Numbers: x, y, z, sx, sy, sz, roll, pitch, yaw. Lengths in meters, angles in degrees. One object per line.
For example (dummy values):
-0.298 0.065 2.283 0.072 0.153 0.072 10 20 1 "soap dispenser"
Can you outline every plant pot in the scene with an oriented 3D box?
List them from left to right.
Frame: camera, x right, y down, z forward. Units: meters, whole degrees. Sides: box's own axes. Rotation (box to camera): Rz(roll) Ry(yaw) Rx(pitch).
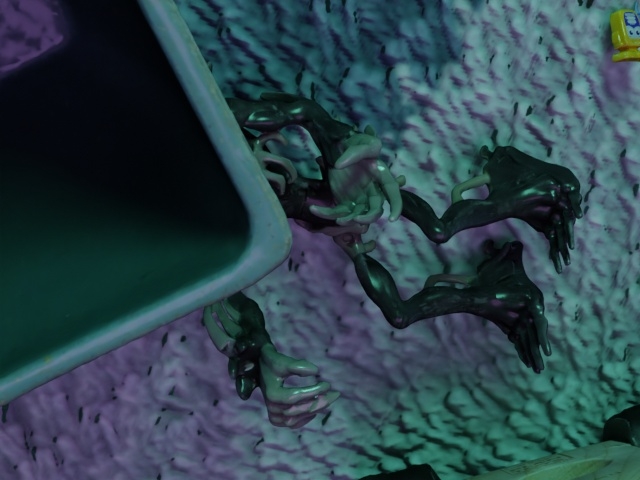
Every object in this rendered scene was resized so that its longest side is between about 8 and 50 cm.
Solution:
-0.187 -0.084 0.588 0.248 0.252 0.247 -26 115 1 "plant pot"

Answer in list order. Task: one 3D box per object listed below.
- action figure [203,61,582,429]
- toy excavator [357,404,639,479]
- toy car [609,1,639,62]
0.000 0.000 0.727 0.276 0.141 0.164 5 123 -15 "action figure"
0.180 0.333 0.839 0.222 0.433 0.445 -14 87 -6 "toy excavator"
0.223 -0.130 0.763 0.122 0.060 0.040 -8 82 -15 "toy car"
